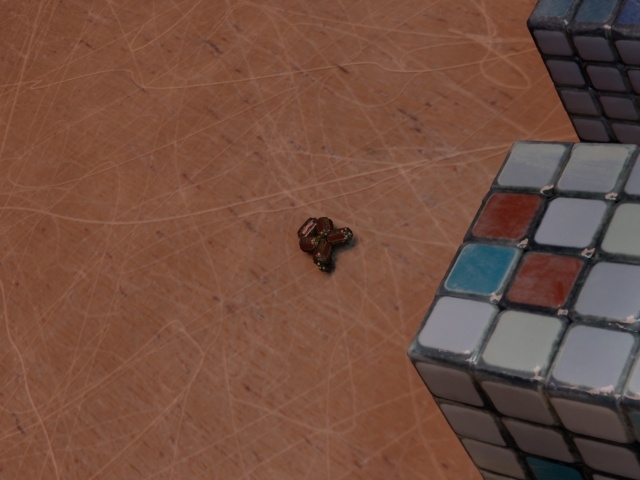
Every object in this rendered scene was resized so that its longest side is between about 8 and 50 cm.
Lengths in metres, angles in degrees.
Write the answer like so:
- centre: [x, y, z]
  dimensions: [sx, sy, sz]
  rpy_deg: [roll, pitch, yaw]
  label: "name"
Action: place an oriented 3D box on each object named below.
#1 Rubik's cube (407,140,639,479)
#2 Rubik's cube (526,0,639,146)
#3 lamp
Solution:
- centre: [0.265, 0.088, 1.012]
  dimensions: [0.259, 0.256, 0.253]
  rpy_deg: [6, 54, 37]
  label: "Rubik's cube"
- centre: [0.385, -0.219, 1.201]
  dimensions: [0.237, 0.238, 0.237]
  rpy_deg: [9, 62, 38]
  label: "Rubik's cube"
- centre: [0.000, 0.000, 1.458]
  dimensions: [0.063, 0.031, 0.083]
  rpy_deg: [-47, 39, -8]
  label: "lamp"
